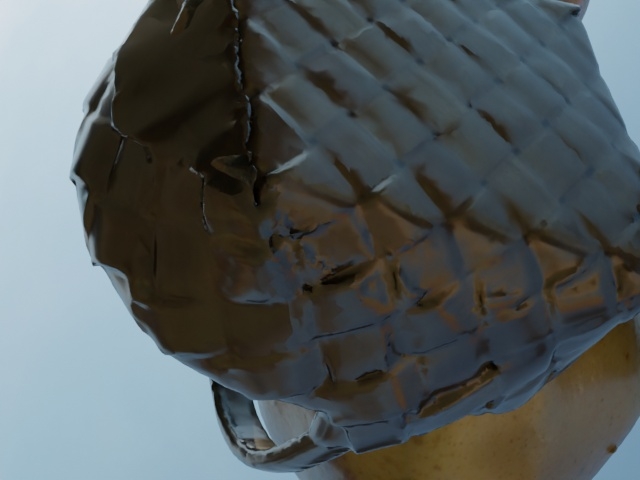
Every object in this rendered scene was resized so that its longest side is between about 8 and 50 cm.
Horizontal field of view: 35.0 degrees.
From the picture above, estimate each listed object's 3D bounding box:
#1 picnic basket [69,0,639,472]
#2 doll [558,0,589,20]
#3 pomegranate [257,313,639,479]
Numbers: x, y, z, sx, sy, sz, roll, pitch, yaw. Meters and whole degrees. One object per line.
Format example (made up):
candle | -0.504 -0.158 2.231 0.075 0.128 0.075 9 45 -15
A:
picnic basket | 0.000 0.000 0.635 0.337 0.337 0.293 -30 -130 28
doll | 0.192 -0.343 1.132 0.284 0.240 0.310 -34 -143 58
pomegranate | 0.129 0.103 1.031 0.416 0.416 0.417 -10 -106 35
